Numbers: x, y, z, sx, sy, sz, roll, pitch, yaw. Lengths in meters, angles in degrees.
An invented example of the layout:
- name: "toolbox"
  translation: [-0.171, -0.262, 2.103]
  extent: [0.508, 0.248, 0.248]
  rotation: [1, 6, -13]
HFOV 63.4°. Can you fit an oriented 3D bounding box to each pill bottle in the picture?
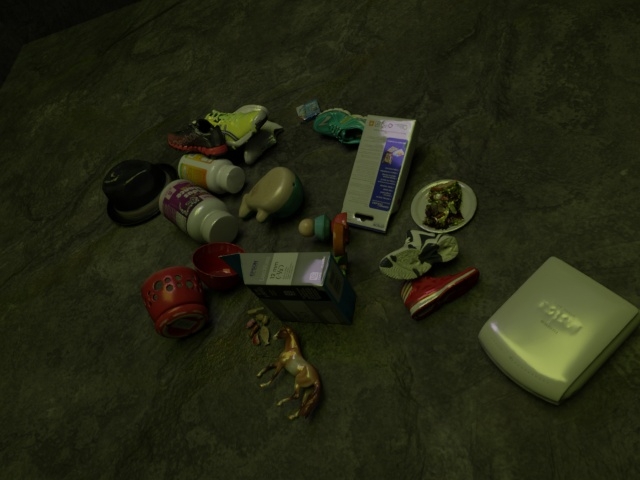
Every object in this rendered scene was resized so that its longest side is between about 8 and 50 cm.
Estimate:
- name: "pill bottle"
  translation: [-0.408, -0.252, 1.957]
  extent: [0.245, 0.136, 0.136]
  rotation: [18, 67, 32]
- name: "pill bottle"
  translation: [-0.429, -0.093, 1.840]
  extent: [0.301, 0.169, 0.169]
  rotation: [31, 74, 35]

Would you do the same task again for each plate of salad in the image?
- name: "plate of salad"
  translation: [0.373, -0.112, 1.580]
  extent: [0.199, 0.048, 0.200]
  rotation: [-11, 55, 16]

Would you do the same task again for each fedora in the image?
- name: "fedora"
  translation: [-0.746, -0.223, 2.076]
  extent: [0.333, 0.152, 0.334]
  rotation: [-11, 55, 17]

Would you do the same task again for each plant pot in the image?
- name: "plant pot"
  translation: [-0.458, 0.205, 1.646]
  extent: [0.191, 0.191, 0.174]
  rotation: [-28, 58, 4]

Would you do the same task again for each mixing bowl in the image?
- name: "mixing bowl"
  translation: [-0.327, 0.097, 1.695]
  extent: [0.181, 0.098, 0.181]
  rotation: [6, 35, -4]

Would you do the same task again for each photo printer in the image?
- name: "photo printer"
  translation: [0.557, 0.217, 1.243]
  extent: [0.307, 0.107, 0.256]
  rotation: [-42, 52, -7]

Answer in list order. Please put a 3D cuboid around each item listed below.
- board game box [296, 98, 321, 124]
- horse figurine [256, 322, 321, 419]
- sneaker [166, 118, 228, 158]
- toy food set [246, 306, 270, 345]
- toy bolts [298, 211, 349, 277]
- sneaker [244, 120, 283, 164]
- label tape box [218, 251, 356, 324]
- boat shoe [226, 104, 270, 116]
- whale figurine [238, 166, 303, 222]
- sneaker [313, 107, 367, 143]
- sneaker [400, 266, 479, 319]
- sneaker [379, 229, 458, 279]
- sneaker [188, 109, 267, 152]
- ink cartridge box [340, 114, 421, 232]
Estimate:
- name: "board game box"
  translation: [-0.046, -0.510, 2.045]
  extent: [0.090, 0.020, 0.090]
  rotation: [-23, 51, 8]
- name: "horse figurine"
  translation: [-0.076, 0.376, 1.442]
  extent: [0.174, 0.066, 0.263]
  rotation: [-47, 50, -3]
- name: "sneaker"
  translation: [-0.467, -0.393, 1.935]
  extent: [0.275, 0.135, 0.097]
  rotation: [14, 31, 29]
- name: "toy food set"
  translation: [-0.192, 0.270, 1.593]
  extent: [0.077, 0.019, 0.122]
  rotation: [-16, 61, 14]
- name: "toy bolts"
  translation: [0.000, 0.000, 1.572]
  extent: [0.158, 0.218, 0.229]
  rotation: [-1, 50, 7]
- name: "sneaker"
  translation: [-0.218, -0.378, 2.004]
  extent: [0.094, 0.080, 0.212]
  rotation: [18, 65, 19]
- name: "label tape box"
  translation: [-0.100, 0.139, 1.490]
  extent: [0.347, 0.249, 0.115]
  rotation: [-3, 57, 22]
- name: "boat shoe"
  translation: [-0.329, -0.469, 2.098]
  extent: [0.276, 0.098, 0.096]
  rotation: [-9, 55, 29]
- name: "whale figurine"
  translation: [-0.169, -0.142, 1.805]
  extent: [0.272, 0.141, 0.216]
  rotation: [-21, 48, 41]
- name: "sneaker"
  translation: [0.084, -0.400, 1.842]
  extent: [0.275, 0.107, 0.110]
  rotation: [15, 42, 31]
- name: "sneaker"
  translation: [0.317, 0.111, 1.433]
  extent: [0.221, 0.087, 0.128]
  rotation: [-31, 53, 0]
- name: "sneaker"
  translation: [0.257, 0.034, 1.481]
  extent: [0.234, 0.094, 0.153]
  rotation: [-25, 16, -11]
- name: "sneaker"
  translation: [-0.368, -0.427, 1.981]
  extent: [0.384, 0.147, 0.145]
  rotation: [-14, 32, 35]
- name: "ink cartridge box"
  translation: [0.190, -0.215, 1.673]
  extent: [0.175, 0.069, 0.371]
  rotation: [15, 87, 31]
